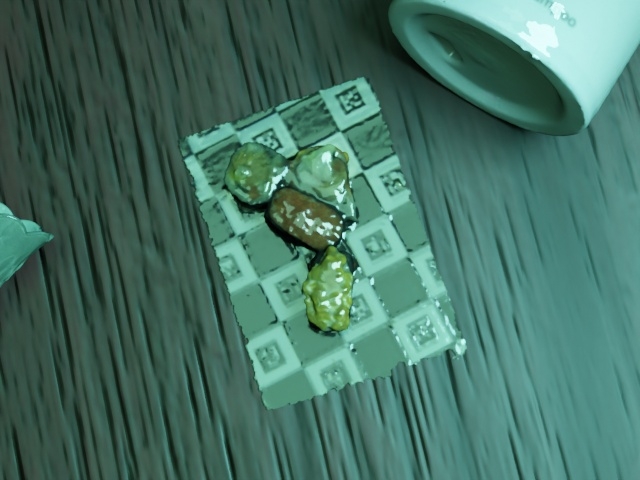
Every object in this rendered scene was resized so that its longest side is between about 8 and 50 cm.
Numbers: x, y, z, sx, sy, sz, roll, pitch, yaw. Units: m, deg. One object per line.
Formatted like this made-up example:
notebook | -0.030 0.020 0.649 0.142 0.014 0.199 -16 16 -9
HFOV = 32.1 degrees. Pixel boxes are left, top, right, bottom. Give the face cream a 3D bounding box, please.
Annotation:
face cream | 0.196 -0.256 0.698 0.145 0.145 0.370 31 83 7

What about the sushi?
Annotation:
sushi | 0.000 0.000 0.716 0.139 0.031 0.201 -19 80 -2

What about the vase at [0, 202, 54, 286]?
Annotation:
vase | -0.240 0.040 0.696 0.081 0.081 0.149 31 85 7
